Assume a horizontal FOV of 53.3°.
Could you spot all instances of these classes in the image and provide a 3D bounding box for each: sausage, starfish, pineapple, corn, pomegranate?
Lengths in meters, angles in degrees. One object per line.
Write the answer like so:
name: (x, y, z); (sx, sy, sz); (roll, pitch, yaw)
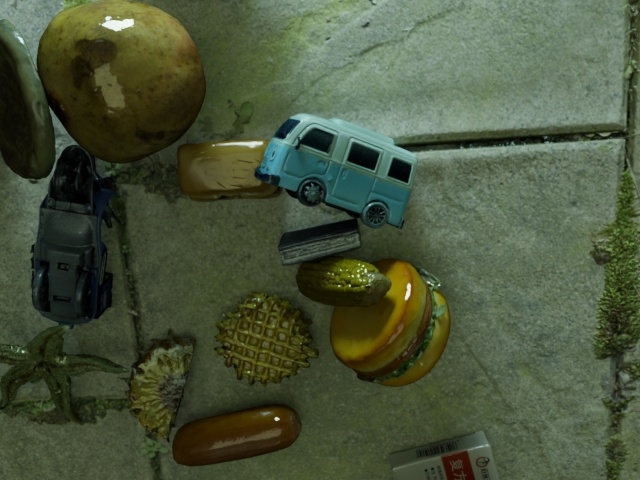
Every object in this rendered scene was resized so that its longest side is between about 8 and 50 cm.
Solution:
sausage: (-0.175, 0.408, 1.334); (0.274, 0.105, 0.105); (-13, 103, 5)
starfish: (-0.548, 0.262, 1.293); (0.358, 0.078, 0.347); (1, 131, 3)
pineapple: (-0.348, 0.296, 1.330); (0.135, 0.079, 0.233); (12, 98, -10)
corn: (0.035, 0.075, 1.185); (0.097, 0.262, 0.097); (0, 91, -30)
pomegranate: (-0.338, -0.276, 1.086); (0.281, 0.281, 0.281); (0, 104, 2)

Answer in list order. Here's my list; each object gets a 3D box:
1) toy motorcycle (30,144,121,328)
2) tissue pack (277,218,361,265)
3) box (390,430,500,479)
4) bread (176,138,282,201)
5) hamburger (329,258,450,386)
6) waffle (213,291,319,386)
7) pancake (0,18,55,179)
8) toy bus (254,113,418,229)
toy motorcycle: (-0.453, -0.009, 1.197); (0.125, 0.212, 0.358); (9, 108, -3)
tissue pack: (0.000, 0.000, 1.226); (0.156, 0.112, 0.051); (-12, 102, 5)
box: (0.300, 0.605, 1.390); (0.214, 0.069, 0.353); (-15, 104, 5)
bread: (-0.172, -0.134, 1.223); (0.200, 0.077, 0.116); (-3, 95, 2)
hamburger: (0.143, 0.159, 1.207); (0.170, 0.246, 0.246); (35, 103, -27)
waffle: (-0.113, 0.200, 1.303); (0.193, 0.070, 0.197); (-40, 97, 10)
pancake: (-0.538, -0.239, 1.120); (0.049, 0.294, 0.294); (-16, 106, -34)
toy bus: (0.032, -0.133, 1.160); (0.271, 0.133, 0.164); (17, 97, -18)
